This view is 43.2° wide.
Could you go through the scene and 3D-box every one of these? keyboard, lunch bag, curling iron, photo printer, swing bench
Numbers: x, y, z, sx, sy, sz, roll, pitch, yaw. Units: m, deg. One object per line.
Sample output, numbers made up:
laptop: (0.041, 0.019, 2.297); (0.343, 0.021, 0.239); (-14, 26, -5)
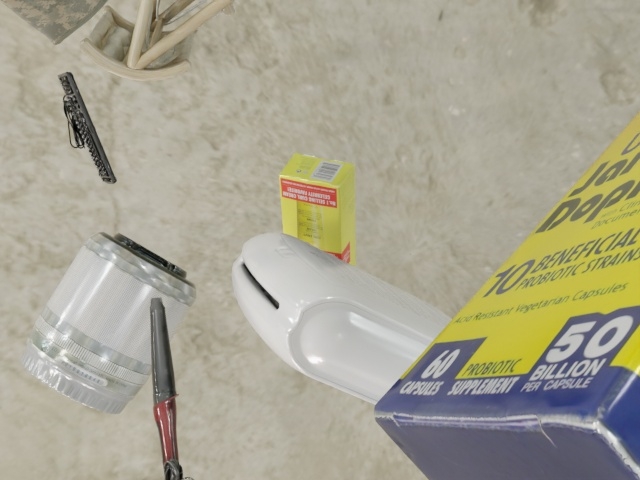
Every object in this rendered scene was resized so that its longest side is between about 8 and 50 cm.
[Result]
keyboard: (-0.395, -0.179, 1.328); (0.038, 0.100, 0.192); (-25, 107, -21)
lunch bag: (-0.470, -0.537, 1.482); (0.287, 0.235, 0.169); (-38, 79, 2)
curling iron: (-0.188, 0.205, 1.015); (0.035, 0.068, 0.274); (3, 71, -35)
photo printer: (0.045, 0.100, 0.930); (0.308, 0.256, 0.107); (27, 96, -25)
swing bench: (-0.234, -0.385, 1.279); (0.165, 0.253, 0.254); (32, 112, -21)

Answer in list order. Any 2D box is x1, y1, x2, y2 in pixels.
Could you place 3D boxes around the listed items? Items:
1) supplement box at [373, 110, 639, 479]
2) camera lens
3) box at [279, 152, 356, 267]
supplement box: (0.237, 0.034, 0.430); (0.356, 0.194, 0.195); (-44, 96, -23)
camera lens: (-0.368, 0.138, 1.429); (0.219, 0.219, 0.274); (29, 83, 6)
box: (0.000, 0.000, 1.071); (0.087, 0.058, 0.232); (13, 131, 17)
